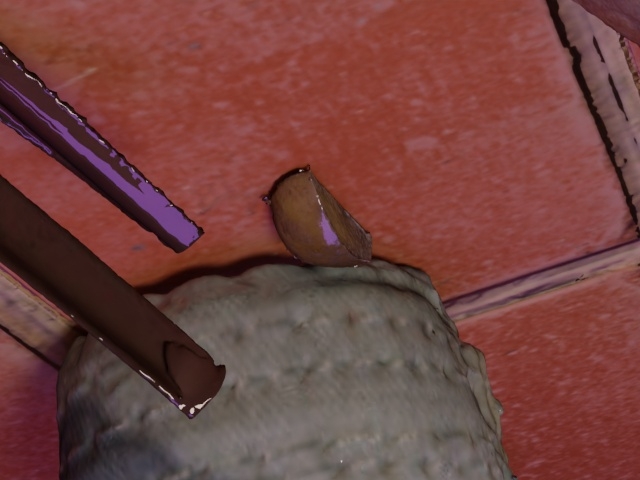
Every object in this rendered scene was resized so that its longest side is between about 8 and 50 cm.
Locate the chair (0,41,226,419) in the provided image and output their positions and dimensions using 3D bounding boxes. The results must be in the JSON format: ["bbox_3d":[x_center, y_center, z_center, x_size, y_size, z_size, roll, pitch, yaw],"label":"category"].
[{"bbox_3d":[-0.199,-0.036,0.682,0.175,0.183,0.326,-44,108,0],"label":"chair"}]

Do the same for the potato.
[{"bbox_3d":[-0.001,0.000,0.966,0.037,0.036,0.093,-23,153,12],"label":"potato"}]

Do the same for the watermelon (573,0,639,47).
[{"bbox_3d":[0.260,-0.095,0.744,0.292,0.283,0.250,-2,150,43],"label":"watermelon"}]

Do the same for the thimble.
[{"bbox_3d":[-0.020,0.116,1.045,0.250,0.172,0.205,-6,157,-8],"label":"thimble"}]
